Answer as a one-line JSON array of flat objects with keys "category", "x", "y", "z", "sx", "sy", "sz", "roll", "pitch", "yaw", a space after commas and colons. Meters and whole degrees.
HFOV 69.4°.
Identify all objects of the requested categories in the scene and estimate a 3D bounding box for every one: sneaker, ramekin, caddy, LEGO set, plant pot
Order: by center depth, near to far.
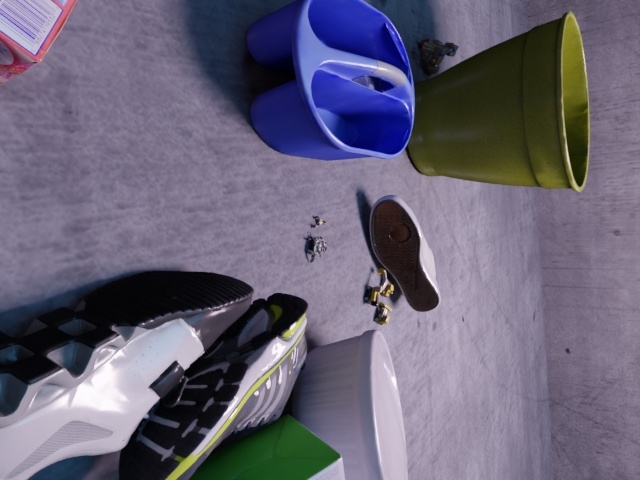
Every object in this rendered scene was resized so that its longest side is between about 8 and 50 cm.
[{"category": "sneaker", "x": -0.202, "y": 0.129, "z": 0.477, "sx": 0.330, "sy": 0.122, "sz": 0.146, "roll": -22, "pitch": 122, "yaw": -51}, {"category": "sneaker", "x": -0.099, "y": 0.193, "z": 0.557, "sx": 0.300, "sy": 0.111, "sz": 0.121, "roll": -41, "pitch": 126, "yaw": -43}, {"category": "ramekin", "x": 0.050, "y": 0.280, "z": 0.720, "sx": 0.273, "sy": 0.127, "sz": 0.272, "roll": -10, "pitch": 90, "yaw": -75}, {"category": "caddy", "x": 0.042, "y": -0.253, "z": 0.742, "sx": 0.341, "sy": 0.179, "sz": 0.241, "roll": -6, "pitch": 95, "yaw": -53}, {"category": "LEGO set", "x": -0.001, "y": -0.002, "z": 0.805, "sx": 0.054, "sy": 0.023, "sz": 0.083, "roll": 5, "pitch": 86, "yaw": -53}, {"category": "sneaker", "x": 0.181, "y": 0.015, "z": 1.009, "sx": 0.123, "sy": 0.106, "sz": 0.290, "roll": -76, "pitch": 146, "yaw": -56}, {"category": "plant pot", "x": 0.402, "y": -0.285, "z": 1.078, "sx": 0.366, "sy": 0.353, "sz": 0.366, "roll": 1, "pitch": 88, "yaw": -53}]

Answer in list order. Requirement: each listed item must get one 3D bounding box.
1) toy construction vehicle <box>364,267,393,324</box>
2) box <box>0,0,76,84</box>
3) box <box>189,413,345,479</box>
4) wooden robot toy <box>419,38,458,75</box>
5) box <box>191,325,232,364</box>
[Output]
[{"category": "toy construction vehicle", "x": 0.132, "y": 0.118, "z": 0.970, "sx": 0.086, "sy": 0.035, "sz": 0.098, "roll": 44, "pitch": 55, "yaw": -43}, {"category": "box", "x": -0.260, "y": -0.287, "z": 0.368, "sx": 0.154, "sy": 0.142, "sz": 0.299, "roll": 37, "pitch": 60, "yaw": -47}, {"category": "box", "x": -0.093, "y": 0.374, "z": 0.516, "sx": 0.262, "sy": 0.127, "sz": 0.231, "roll": -18, "pitch": 107, "yaw": -32}, {"category": "wooden robot toy", "x": 0.290, "y": -0.469, "z": 1.194, "sx": 0.173, "sy": 0.076, "sz": 0.079, "roll": -37, "pitch": 153, "yaw": -47}, {"category": "box", "x": -0.156, "y": 0.160, "z": 0.591, "sx": 0.162, "sy": 0.029, "sz": 0.116, "roll": -55, "pitch": 132, "yaw": -36}]
